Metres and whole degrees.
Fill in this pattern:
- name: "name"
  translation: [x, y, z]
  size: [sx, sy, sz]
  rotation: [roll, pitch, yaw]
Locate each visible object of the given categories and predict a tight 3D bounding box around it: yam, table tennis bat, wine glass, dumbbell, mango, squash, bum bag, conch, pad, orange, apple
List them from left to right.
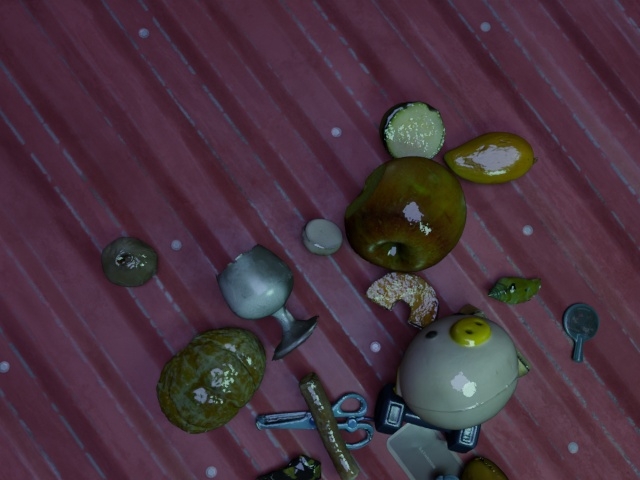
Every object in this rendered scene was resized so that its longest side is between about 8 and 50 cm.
- name: "orange"
  translation: [-0.340, 0.432, 1.607]
  size: [0.369, 0.210, 0.271]
  rotation: [-44, 91, -4]
- name: "wine glass"
  translation: [-0.167, 0.182, 1.627]
  size: [0.238, 0.238, 0.323]
  rotation: [-41, 93, -6]
- name: "bum bag"
  translation: [-0.103, 0.762, 1.659]
  size: [0.233, 0.060, 0.106]
  rotation: [-30, 96, -3]
- name: "yam"
  translation: [0.028, 0.592, 1.641]
  size: [0.081, 0.081, 0.356]
  rotation: [-25, 88, -5]
- name: "apple"
  translation: [0.264, -0.092, 1.649]
  size: [0.384, 0.374, 0.373]
  rotation: [-3, 83, 37]
- name: "squash"
  translation: [0.304, -0.364, 1.779]
  size: [0.220, 0.133, 0.220]
  rotation: [-2, 100, -9]
- name: "dumbbell"
  translation: [0.337, 0.567, 1.658]
  size: [0.325, 0.160, 0.144]
  rotation: [14, 53, -1]
- name: "pad"
  translation: [0.353, 0.718, 1.718]
  size: [0.176, 0.002, 0.266]
  rotation: [-37, 88, -6]
- name: "mango"
  translation: [0.578, -0.279, 1.765]
  size: [0.317, 0.119, 0.176]
  rotation: [-6, 93, 1]
- name: "mango"
  translation: [0.544, 0.808, 1.649]
  size: [0.136, 0.166, 0.236]
  rotation: [-7, 61, -43]
- name: "conch"
  translation: [0.647, 0.168, 1.753]
  size: [0.201, 0.079, 0.094]
  rotation: [5, 103, -11]
- name: "table tennis bat"
  translation: [0.883, 0.314, 1.771]
  size: [0.125, 0.033, 0.201]
  rotation: [10, 80, -1]

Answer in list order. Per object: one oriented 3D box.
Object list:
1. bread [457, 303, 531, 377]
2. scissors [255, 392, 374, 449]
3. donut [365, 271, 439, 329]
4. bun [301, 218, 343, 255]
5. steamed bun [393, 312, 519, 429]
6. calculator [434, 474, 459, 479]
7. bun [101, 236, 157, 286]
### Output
- name: "bread"
  translation: [0.556, 0.338, 1.717]
  size: [0.266, 0.178, 0.142]
  rotation: [50, 53, -1]
- name: "scissors"
  translation: [-0.015, 0.590, 1.694]
  size: [0.393, 0.032, 0.180]
  rotation: [0, 85, -4]
- name: "donut"
  translation: [0.287, 0.187, 1.713]
  size: [0.259, 0.101, 0.152]
  rotation: [32, 84, 1]
- name: "bun"
  translation: [0.000, 0.000, 1.724]
  size: [0.138, 0.094, 0.138]
  rotation: [9, 51, -12]
- name: "steamed bun"
  translation: [0.404, 0.380, 1.535]
  size: [0.374, 0.334, 0.333]
  rotation: [-22, 86, -40]
- name: "calculator"
  translation: [0.419, 0.890, 1.639]
  size: [0.188, 0.042, 0.302]
  rotation: [-12, 88, 35]
- name: "bun"
  translation: [-0.616, 0.068, 1.668]
  size: [0.173, 0.113, 0.166]
  rotation: [-23, 87, -3]
